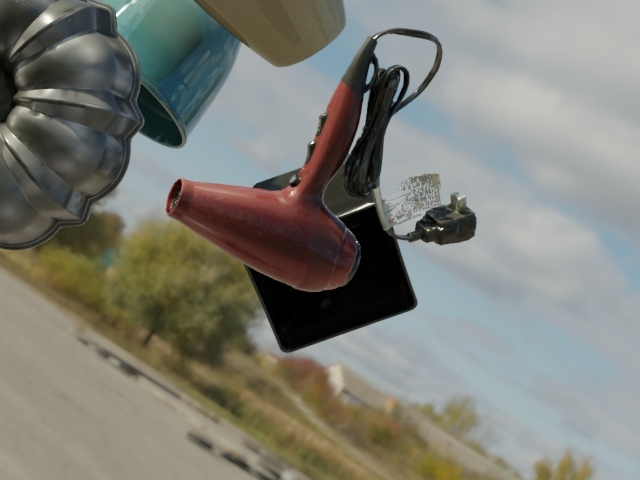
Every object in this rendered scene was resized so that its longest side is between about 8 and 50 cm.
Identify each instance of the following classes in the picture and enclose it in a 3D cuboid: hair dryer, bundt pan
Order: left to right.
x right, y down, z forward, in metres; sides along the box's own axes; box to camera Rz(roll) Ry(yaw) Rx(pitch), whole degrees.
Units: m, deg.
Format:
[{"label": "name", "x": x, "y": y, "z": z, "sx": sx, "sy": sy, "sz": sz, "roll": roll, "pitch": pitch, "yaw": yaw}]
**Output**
[{"label": "bundt pan", "x": -0.351, "y": -0.150, "z": 1.359, "sx": 0.331, "sy": 0.331, "sz": 0.124, "roll": 33, "pitch": -2, "yaw": -2}, {"label": "hair dryer", "x": -0.006, "y": -0.063, "z": 1.240, "sx": 0.080, "sy": 0.293, "sz": 0.223, "roll": -157, "pitch": -132, "yaw": -68}]

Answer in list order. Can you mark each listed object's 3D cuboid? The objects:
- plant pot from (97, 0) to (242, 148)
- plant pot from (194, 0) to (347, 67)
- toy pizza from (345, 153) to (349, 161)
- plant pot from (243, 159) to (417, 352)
[{"label": "plant pot", "x": -0.244, "y": -0.330, "z": 2.089, "sx": 0.272, "sy": 0.255, "sz": 0.271, "roll": 35, "pitch": -15, "yaw": 11}, {"label": "plant pot", "x": -0.084, "y": -0.388, "z": 1.837, "sx": 0.274, "sy": 0.256, "sz": 0.256, "roll": 56, "pitch": -17, "yaw": -26}, {"label": "toy pizza", "x": 0.030, "y": -0.058, "z": 1.985, "sx": 0.032, "sy": 0.201, "sz": 0.201, "roll": -12, "pitch": 0, "yaw": -8}, {"label": "plant pot", "x": 0.000, "y": 0.000, "z": 1.703, "sx": 0.167, "sy": 0.188, "sz": 0.187, "roll": -106, "pitch": 176, "yaw": -50}]
